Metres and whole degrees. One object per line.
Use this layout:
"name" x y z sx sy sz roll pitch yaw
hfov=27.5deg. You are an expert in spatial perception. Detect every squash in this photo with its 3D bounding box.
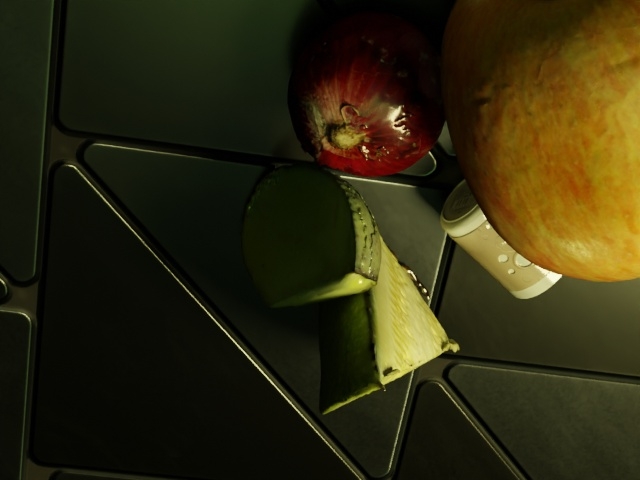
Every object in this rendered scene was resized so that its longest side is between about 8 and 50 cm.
"squash" 0.048 0.112 1.070 0.093 0.252 0.169 -29 117 15

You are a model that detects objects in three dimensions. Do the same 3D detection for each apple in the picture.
"apple" 0.209 -0.113 0.950 0.264 0.264 0.264 -1 120 -2

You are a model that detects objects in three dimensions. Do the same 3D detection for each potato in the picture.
"potato" 0.000 0.000 1.049 0.054 0.198 0.119 14 84 -29

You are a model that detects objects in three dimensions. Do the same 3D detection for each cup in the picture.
"cup" 0.166 -0.017 1.104 0.099 0.074 0.102 40 110 -22

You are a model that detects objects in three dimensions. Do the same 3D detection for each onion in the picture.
"onion" 0.037 -0.111 1.023 0.131 0.131 0.131 -1 120 -2
